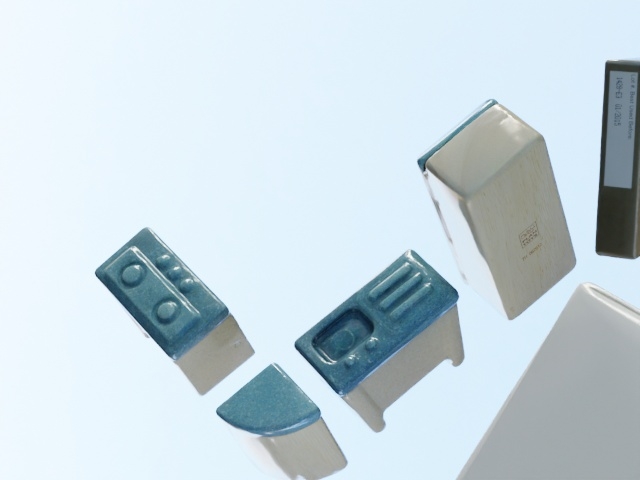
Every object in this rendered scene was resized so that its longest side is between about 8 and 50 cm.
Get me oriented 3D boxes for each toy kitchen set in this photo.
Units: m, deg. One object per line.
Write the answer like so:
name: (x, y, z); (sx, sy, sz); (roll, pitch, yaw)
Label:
toy kitchen set: (0.000, 0.000, 0.816); (0.166, 0.207, 0.122); (43, -13, 36)

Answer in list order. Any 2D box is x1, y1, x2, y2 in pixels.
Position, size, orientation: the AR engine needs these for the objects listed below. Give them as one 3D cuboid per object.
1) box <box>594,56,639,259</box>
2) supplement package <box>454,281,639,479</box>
box: (0.261, -0.070, 1.132); (0.036, 0.225, 0.137); (6, -79, 28)
supplement package: (0.117, 0.198, 0.559); (0.175, 0.177, 0.293); (31, -91, 39)
